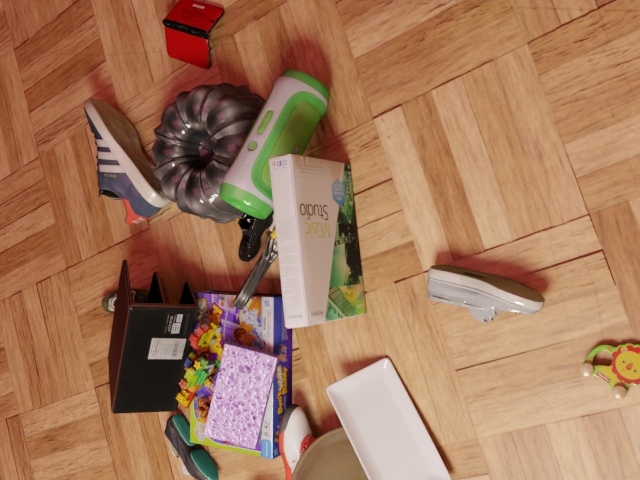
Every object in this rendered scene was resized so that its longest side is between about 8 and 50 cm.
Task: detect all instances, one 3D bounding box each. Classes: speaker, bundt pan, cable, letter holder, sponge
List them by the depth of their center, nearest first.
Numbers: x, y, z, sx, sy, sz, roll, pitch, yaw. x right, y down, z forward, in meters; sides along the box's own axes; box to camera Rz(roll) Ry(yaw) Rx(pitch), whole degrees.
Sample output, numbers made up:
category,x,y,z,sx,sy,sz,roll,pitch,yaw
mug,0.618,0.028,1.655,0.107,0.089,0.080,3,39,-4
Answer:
category,x,y,z,sx,sy,sz,roll,pitch,yaw
speaker,-0.093,-0.198,1.478,0.131,0.131,0.297,22,80,29
sponge,-0.168,0.327,1.514,0.117,0.031,0.210,15,97,5
cable,-0.114,0.007,1.521,0.072,0.139,0.287,35,101,-15
bundt pan,-0.257,-0.204,1.628,0.330,0.124,0.331,0,90,32
letter holder,-0.401,0.217,1.674,0.214,0.151,0.302,-122,42,-53

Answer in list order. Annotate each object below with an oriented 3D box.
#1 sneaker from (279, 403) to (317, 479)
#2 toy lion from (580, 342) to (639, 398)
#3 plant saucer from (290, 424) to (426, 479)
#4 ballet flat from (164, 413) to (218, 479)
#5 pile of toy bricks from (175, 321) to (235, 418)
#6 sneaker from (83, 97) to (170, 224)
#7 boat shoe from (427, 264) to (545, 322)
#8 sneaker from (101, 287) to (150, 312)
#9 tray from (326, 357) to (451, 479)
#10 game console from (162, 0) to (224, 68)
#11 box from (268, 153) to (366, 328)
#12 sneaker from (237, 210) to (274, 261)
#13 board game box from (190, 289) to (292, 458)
category,x,y,z,sx,sy,sz,roll,pitch,yaw
sneaker,-0.004,0.481,1.501,0.144,0.090,0.270,1,94,30
toy lion,0.510,0.213,1.223,0.100,0.034,0.096,36,101,26
plant saucer,0.076,0.507,1.412,0.277,0.041,0.278,-2,70,5
ballet flat,-0.311,0.507,1.697,0.074,0.074,0.203,-52,60,21
pile of toy bricks,-0.263,0.292,1.552,0.118,0.105,0.212,34,108,26
sneaker,-0.513,-0.191,1.776,0.148,0.131,0.350,-41,71,20
boat shoe,0.300,0.107,1.327,0.227,0.079,0.081,16,108,35
sneaker,-0.498,0.151,1.796,0.192,0.086,0.064,-7,87,31
tray,0.131,0.382,1.414,0.145,0.030,0.270,-25,69,-7
game console,-0.299,-0.496,1.713,0.144,0.085,0.124,24,71,28
box,0.000,0.000,1.410,0.058,0.232,0.322,-6,88,32
sneaker,-0.156,-0.026,1.586,0.051,0.089,0.170,39,109,25
board game box,-0.180,0.291,1.610,0.233,0.078,0.347,0,91,31
